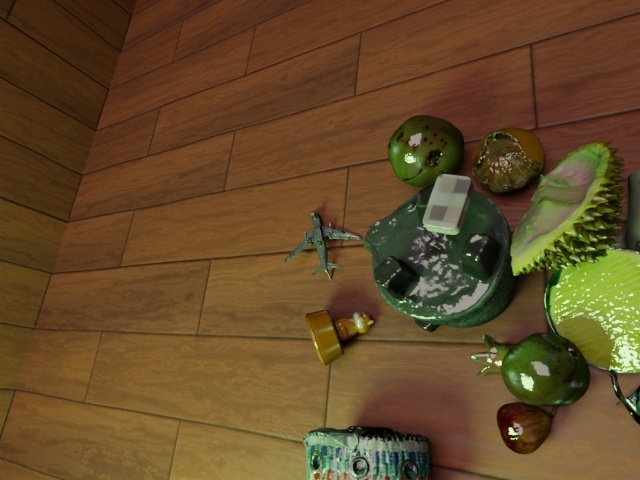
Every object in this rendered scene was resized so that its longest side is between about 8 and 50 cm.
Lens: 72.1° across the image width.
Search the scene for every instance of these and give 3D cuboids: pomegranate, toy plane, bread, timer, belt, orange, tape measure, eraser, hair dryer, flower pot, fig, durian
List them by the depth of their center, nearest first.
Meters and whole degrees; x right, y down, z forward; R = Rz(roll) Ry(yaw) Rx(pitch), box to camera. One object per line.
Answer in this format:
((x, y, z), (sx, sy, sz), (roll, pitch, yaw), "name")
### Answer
((0.538, 0.254, 0.693), (0.107, 0.180, 0.104), (-42, 38, 13), "tape measure")
((0.225, -0.064, 0.773), (0.065, 0.026, 0.105), (12, 71, 36), "eraser")
((0.524, 0.123, 0.792), (0.228, 0.033, 0.229), (0, 90, 47), "bread")
((0.453, -0.073, 0.802), (0.169, 0.158, 0.352), (7, 39, 33), "durian")
((0.394, 0.339, 0.813), (0.125, 0.089, 0.089), (-17, 60, 1), "fig")
((0.388, 0.232, 0.821), (0.191, 0.152, 0.131), (4, 80, 56), "pomegranate")
((0.578, -0.036, 0.858), (0.224, 0.088, 0.219), (11, 70, 51), "hair dryer")
((0.089, 0.452, 0.878), (0.257, 0.207, 0.150), (-8, 64, 22), "belt")
((0.238, 0.037, 0.904), (0.299, 0.282, 0.299), (-12, 66, 28), "flower pot")
((0.411, -0.180, 0.978), (0.156, 0.134, 0.157), (-24, 48, 30), "orange")
((0.055, 0.215, 1.070), (0.152, 0.132, 0.132), (-21, 58, -2), "timer")
((0.264, -0.221, 1.086), (0.179, 0.210, 0.179), (8, 110, 23), "pomegranate")
((-0.001, 0.000, 1.218), (0.225, 0.058, 0.226), (-17, 61, 9), "toy plane")
